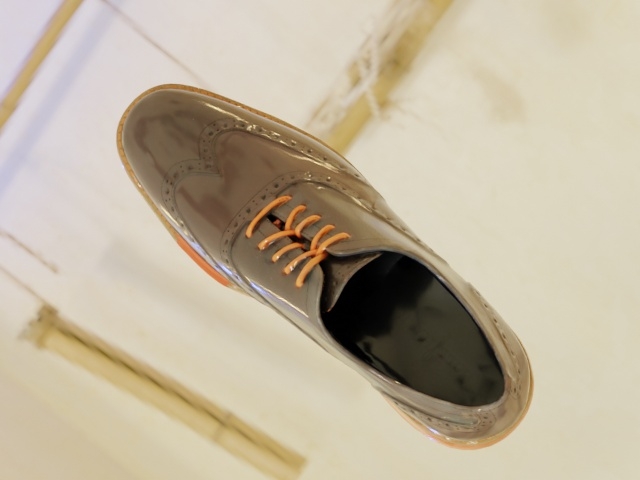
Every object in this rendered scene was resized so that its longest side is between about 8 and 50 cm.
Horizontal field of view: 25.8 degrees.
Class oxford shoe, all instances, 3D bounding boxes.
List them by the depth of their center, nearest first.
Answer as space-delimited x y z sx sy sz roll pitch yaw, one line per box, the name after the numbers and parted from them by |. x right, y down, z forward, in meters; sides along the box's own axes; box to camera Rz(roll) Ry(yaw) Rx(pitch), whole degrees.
0.000 0.000 0.717 0.097 0.271 0.098 -53 -12 -5 | oxford shoe
